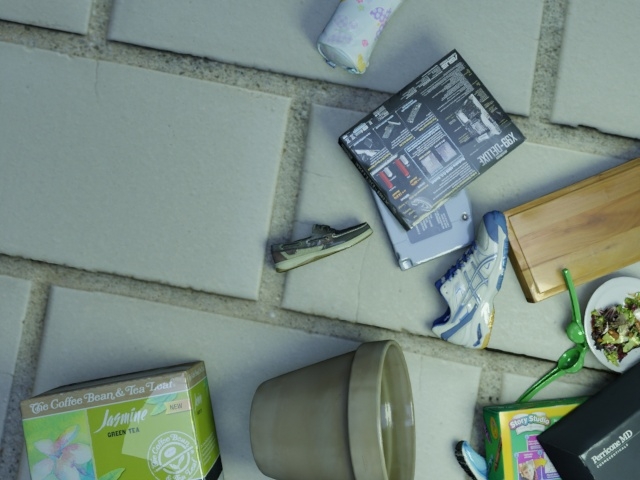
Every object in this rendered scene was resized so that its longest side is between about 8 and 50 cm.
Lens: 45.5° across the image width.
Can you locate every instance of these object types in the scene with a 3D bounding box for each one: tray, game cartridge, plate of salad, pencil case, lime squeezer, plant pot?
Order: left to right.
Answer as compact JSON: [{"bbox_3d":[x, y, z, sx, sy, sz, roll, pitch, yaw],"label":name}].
[{"bbox_3d":[0.022,0.367,1.506,0.280,0.323,0.323,-7,86,16],"label":"plant pot"},{"bbox_3d":[0.103,-0.493,1.631,0.124,0.113,0.273,31,88,-8],"label":"pencil case"},{"bbox_3d":[0.211,-0.104,1.638,0.196,0.060,0.294,-21,87,3],"label":"game cartridge"},{"bbox_3d":[0.509,0.211,1.602,0.109,0.059,0.311,16,105,6],"label":"lime squeezer"},{"bbox_3d":[0.598,-0.037,1.619,0.410,0.076,0.203,-22,87,-1],"label":"tray"},{"bbox_3d":[0.638,0.174,1.571,0.199,0.048,0.200,1,85,-12],"label":"plate of salad"}]

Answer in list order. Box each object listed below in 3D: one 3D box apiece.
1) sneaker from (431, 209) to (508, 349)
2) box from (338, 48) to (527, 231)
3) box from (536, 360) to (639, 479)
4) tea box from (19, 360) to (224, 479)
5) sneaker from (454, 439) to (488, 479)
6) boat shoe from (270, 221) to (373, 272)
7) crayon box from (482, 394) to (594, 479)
[{"bbox_3d":[0.305,0.079,1.577,0.130,0.112,0.297,11,100,7],"label":"sneaker"},{"bbox_3d":[0.229,-0.206,1.580,0.307,0.076,0.242,-38,87,-2],"label":"box"},{"bbox_3d":[0.659,0.424,1.462,0.343,0.179,0.313,-32,93,-11],"label":"box"},{"bbox_3d":[-0.381,0.432,1.528,0.328,0.220,0.324,-11,86,0],"label":"tea box"},{"bbox_3d":[0.348,0.476,1.605,0.073,0.063,0.162,-43,96,-12],"label":"sneaker"},{"bbox_3d":[-0.001,0.000,1.620,0.223,0.080,0.074,-22,92,4],"label":"boat shoe"},{"bbox_3d":[0.481,0.413,1.563,0.278,0.081,0.166,-3,86,-11],"label":"crayon box"}]
